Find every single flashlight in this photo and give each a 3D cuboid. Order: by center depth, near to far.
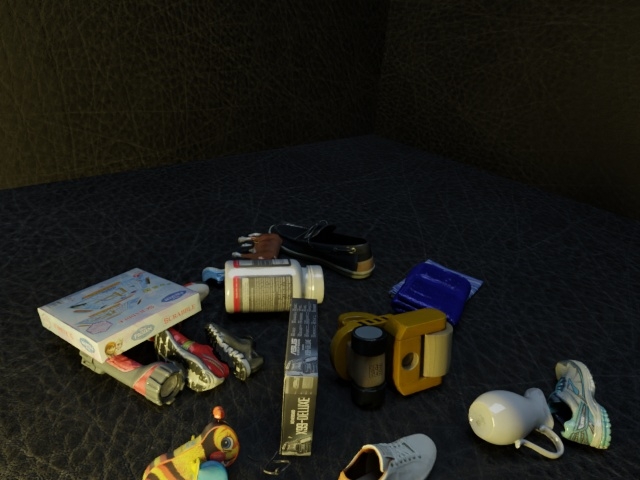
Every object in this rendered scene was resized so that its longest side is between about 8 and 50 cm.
[{"bbox_3d":[-0.501,0.328,1.289,0.304,0.103,0.103,19,31,26],"label":"flashlight"}]

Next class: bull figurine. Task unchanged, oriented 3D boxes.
[{"bbox_3d":[-0.236,0.062,1.870,0.189,0.101,0.310,4,27,3],"label":"bull figurine"}]

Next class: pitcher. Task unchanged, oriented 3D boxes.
[{"bbox_3d":[0.483,0.452,1.193,0.207,0.125,0.177,4,39,-26],"label":"pitcher"}]

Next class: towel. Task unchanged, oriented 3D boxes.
[{"bbox_3d":[0.390,0.179,1.684,0.228,0.076,0.308,17,28,19],"label":"towel"},{"bbox_3d":[0.437,0.173,1.823,0.243,0.040,0.336,22,31,31],"label":"towel"}]

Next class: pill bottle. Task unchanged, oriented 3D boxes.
[{"bbox_3d":[-0.156,0.150,1.621,0.319,0.176,0.176,-1,27,-10],"label":"pill bottle"}]

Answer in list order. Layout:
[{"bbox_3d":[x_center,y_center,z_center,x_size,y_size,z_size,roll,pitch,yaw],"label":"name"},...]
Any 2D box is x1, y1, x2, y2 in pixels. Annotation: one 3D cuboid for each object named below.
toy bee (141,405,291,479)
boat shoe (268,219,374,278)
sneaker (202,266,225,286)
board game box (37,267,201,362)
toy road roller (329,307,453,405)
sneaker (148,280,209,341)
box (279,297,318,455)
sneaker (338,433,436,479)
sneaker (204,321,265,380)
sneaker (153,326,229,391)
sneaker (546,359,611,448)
[{"bbox_3d":[-0.238,0.442,1.027,0.299,0.162,0.195,-10,-4,-40],"label":"toy bee"},{"bbox_3d":[0.000,0.000,1.977,0.501,0.155,0.187,20,32,32],"label":"boat shoe"},{"bbox_3d":[-0.348,0.142,1.759,0.162,0.063,0.073,0,44,-1],"label":"sneaker"},{"bbox_3d":[-0.570,0.197,1.395,0.318,0.065,0.319,14,28,36],"label":"board game box"},{"bbox_3d":[0.183,0.292,1.372,0.330,0.202,0.241,-8,18,-21],"label":"toy road roller"},{"bbox_3d":[-0.444,0.226,1.525,0.270,0.090,0.145,-21,36,-35],"label":"sneaker"},{"bbox_3d":[-0.050,0.326,1.210,0.077,0.242,0.307,3,27,-2],"label":"box"},{"bbox_3d":[0.157,0.484,1.058,0.290,0.122,0.106,-16,31,-38],"label":"sneaker"},{"bbox_3d":[-0.245,0.307,1.408,0.106,0.078,0.234,-16,36,-40],"label":"sneaker"},{"bbox_3d":[-0.364,0.322,1.359,0.279,0.107,0.118,31,22,33],"label":"sneaker"},{"bbox_3d":[0.662,0.414,1.294,0.122,0.110,0.283,4,26,7],"label":"sneaker"}]
